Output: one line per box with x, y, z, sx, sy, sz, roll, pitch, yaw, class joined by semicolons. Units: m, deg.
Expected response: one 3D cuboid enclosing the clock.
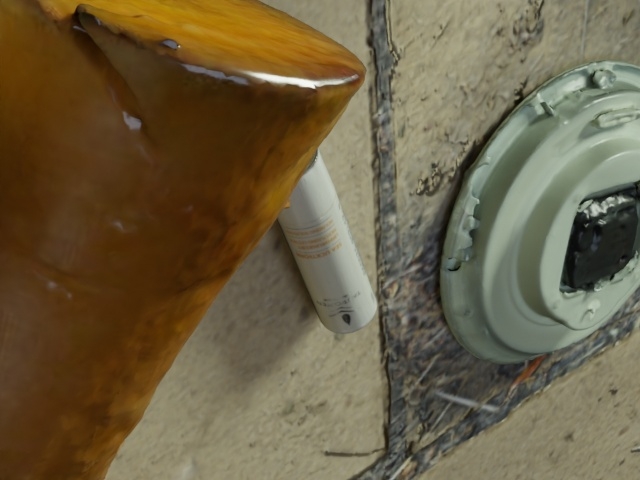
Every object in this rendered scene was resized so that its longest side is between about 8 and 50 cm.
0.184;-0.010;1.121;0.236;0.053;0.236;-23;128;-33;clock

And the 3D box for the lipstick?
0.000;0.000;0.962;0.040;0.040;0.141;-40;136;-18;lipstick

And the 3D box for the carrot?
-0.110;0.001;0.739;0.196;0.196;0.254;4;116;-45;carrot
